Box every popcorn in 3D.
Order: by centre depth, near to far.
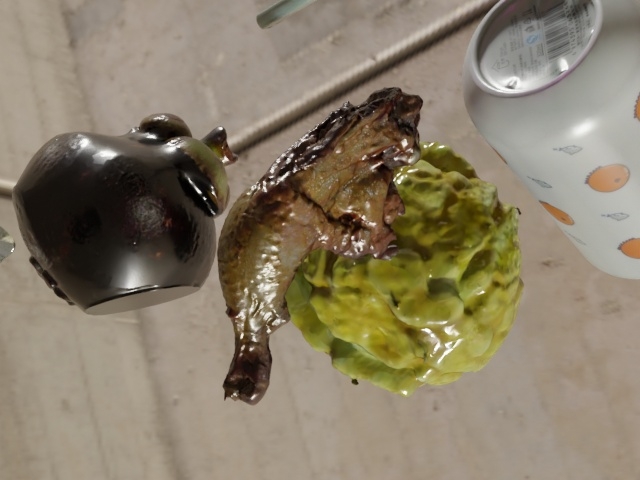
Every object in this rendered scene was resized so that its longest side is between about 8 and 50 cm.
[{"bbox_3d":[0.106,0.041,1.516,0.282,0.247,0.282,13,-61,25],"label":"popcorn"}]

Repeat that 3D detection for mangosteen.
[{"bbox_3d":[-0.225,-0.033,1.604,0.288,0.288,0.233,-25,-106,29],"label":"mangosteen"}]

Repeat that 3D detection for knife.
[{"bbox_3d":[-0.028,-0.273,1.502,0.162,0.044,0.023,-13,-82,62],"label":"knife"}]

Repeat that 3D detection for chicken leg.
[{"bbox_3d":[-0.008,-0.006,1.196,0.322,0.177,0.083,-47,-140,-16],"label":"chicken leg"}]

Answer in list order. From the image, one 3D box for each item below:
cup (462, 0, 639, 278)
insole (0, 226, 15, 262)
[{"bbox_3d":[0.295,-0.124,1.371,0.212,0.317,0.212,-21,-130,27],"label":"cup"},{"bbox_3d":[-0.411,0.042,1.280,0.081,0.248,0.011,41,-40,32],"label":"insole"}]
